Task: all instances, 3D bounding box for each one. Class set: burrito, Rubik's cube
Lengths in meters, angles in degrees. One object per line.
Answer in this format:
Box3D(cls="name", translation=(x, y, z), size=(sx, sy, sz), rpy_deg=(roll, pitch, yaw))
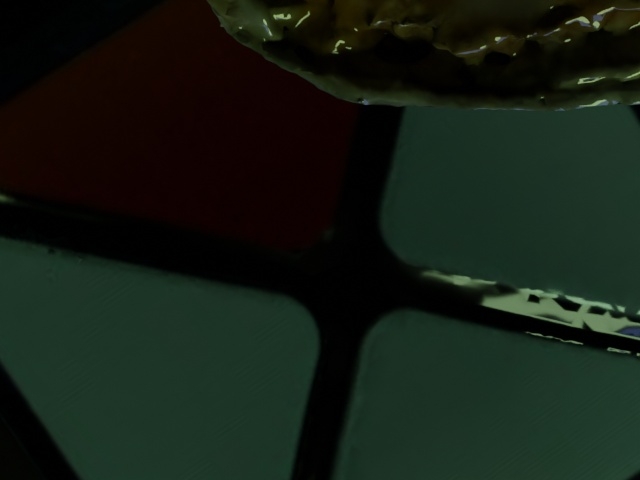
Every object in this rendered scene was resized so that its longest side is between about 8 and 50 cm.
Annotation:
Box3D(cls="burrito", translation=(0.109, -0.103, 0.518), size=(0.143, 0.105, 0.299), rpy_deg=(-3, -168, 36))
Box3D(cls="Rubik's cube", translation=(-0.001, 0.000, 0.704), size=(0.250, 0.248, 0.246), rpy_deg=(-32, -172, -2))

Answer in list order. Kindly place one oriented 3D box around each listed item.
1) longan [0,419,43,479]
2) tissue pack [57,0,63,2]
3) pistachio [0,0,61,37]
Box3D(cls="longan", translation=(-0.228, 0.122, 0.651), size=(0.288, 0.288, 0.350), rpy_deg=(-12, -178, -2))
Box3D(cls="tissue pack", translation=(-0.216, -0.003, 1.196), size=(0.416, 0.253, 0.264), rpy_deg=(-14, -150, -12))
Box3D(cls="pistachio", translation=(-0.158, 0.076, 0.958), size=(0.365, 0.445, 0.281), rpy_deg=(-34, -164, 5))
